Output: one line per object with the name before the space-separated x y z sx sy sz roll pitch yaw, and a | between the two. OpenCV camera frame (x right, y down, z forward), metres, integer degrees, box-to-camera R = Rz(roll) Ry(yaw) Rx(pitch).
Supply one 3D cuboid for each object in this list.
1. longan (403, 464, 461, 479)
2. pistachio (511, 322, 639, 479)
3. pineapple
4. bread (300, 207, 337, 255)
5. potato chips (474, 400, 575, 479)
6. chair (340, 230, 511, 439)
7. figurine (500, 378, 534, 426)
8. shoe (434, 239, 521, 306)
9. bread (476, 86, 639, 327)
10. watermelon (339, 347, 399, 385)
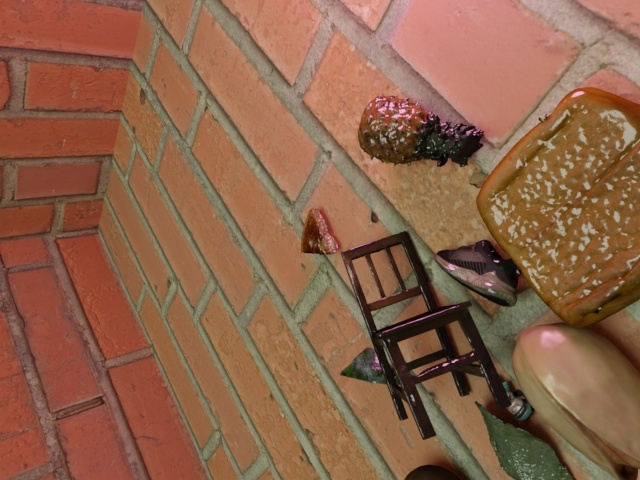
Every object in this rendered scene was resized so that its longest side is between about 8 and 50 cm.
longan | 0.281 0.637 1.164 0.167 0.167 0.187 -38 71 46
pistachio | 0.471 0.277 0.852 0.299 0.187 0.188 52 132 22
pineapple | 0.227 -0.231 1.066 0.278 0.157 0.158 20 114 30
bread | -0.016 0.000 1.438 0.136 0.054 0.155 -44 60 42
potato chips | 0.423 0.444 1.028 0.228 0.059 0.167 30 134 41
chair | 0.204 0.174 1.060 0.240 0.202 0.417 97 153 -80
figurine | 0.408 0.342 1.041 0.106 0.047 0.060 45 121 35
shoe | 0.342 0.053 1.027 0.112 0.099 0.227 -56 31 3
bread | 0.462 -0.061 0.823 0.328 0.147 0.337 58 137 28
watermelon | 0.148 0.359 1.341 0.155 0.080 0.101 8 69 50
